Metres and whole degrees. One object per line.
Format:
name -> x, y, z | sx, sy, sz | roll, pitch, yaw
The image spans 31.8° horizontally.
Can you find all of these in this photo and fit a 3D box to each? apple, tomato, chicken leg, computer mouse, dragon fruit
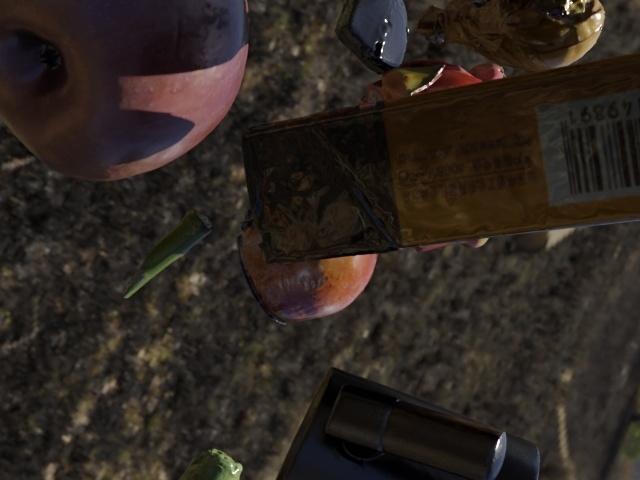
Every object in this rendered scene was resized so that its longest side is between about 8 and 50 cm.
apple -> -0.215, -0.212, 1.082 | 0.235, 0.305, 0.306 | -44, 152, -47
tomato -> 0.000, 0.000, 1.492 | 0.214, 0.155, 0.181 | -80, 150, -49
chicken leg -> 0.168, -0.214, 1.055 | 0.085, 0.207, 0.101 | -40, 122, -25
computer mouse -> 0.089, -0.358, 1.782 | 0.073, 0.122, 0.217 | -31, -145, 37
dragon fruit -> 0.208, -0.145, 1.725 | 0.225, 0.305, 0.305 | -16, 147, -8

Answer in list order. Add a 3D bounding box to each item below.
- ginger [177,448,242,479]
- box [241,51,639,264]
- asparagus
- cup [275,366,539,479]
ginger -> -0.129, 0.410, 1.447 | 0.137, 0.290, 0.089 | -36, 142, 16
box -> 0.177, -0.070, 0.873 | 0.264, 0.415, 0.116 | -17, 98, -63
asparagus -> -0.231, 0.021, 1.636 | 0.178, 0.041, 0.045 | -38, 155, 17
cup -> 0.071, 0.173, 0.876 | 0.239, 0.177, 0.166 | -65, 178, 37
